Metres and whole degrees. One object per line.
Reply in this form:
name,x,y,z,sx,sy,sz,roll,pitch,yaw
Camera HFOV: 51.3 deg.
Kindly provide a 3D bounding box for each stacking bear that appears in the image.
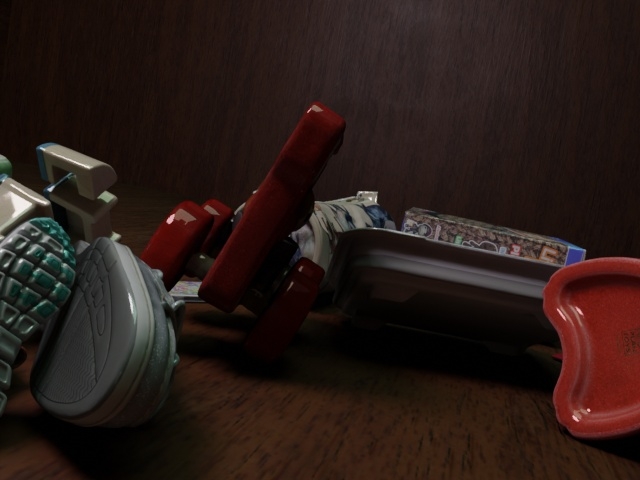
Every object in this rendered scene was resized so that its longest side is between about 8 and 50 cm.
stacking bear,0.390,0.133,0.705,0.289,0.176,0.164,22,-30,-37

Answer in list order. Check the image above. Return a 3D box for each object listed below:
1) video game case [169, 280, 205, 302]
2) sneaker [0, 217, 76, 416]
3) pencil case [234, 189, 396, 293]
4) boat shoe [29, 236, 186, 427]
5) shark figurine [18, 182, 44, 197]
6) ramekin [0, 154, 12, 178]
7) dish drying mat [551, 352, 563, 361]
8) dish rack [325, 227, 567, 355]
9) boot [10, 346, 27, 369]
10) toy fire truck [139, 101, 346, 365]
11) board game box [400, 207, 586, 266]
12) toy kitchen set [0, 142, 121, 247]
video game case,-0.187,0.072,0.942,0.122,0.011,0.087,6,7,-40
sneaker,-0.226,0.051,0.438,0.076,0.167,0.065,-3,-42,27
pencil case,0.000,0.000,1.144,0.159,0.184,0.410,-5,-1,24
boat shoe,-0.159,0.068,0.530,0.103,0.118,0.320,27,-9,-24
shark figurine,-0.576,-0.057,1.110,0.278,0.116,0.166,-4,47,-38
ramekin,-0.540,-0.054,0.829,0.303,0.148,0.303,10,5,-1
dish drying mat,0.374,0.179,0.951,0.032,0.008,0.083,6,8,-35
dish rack,0.173,0.082,0.858,0.332,0.072,0.285,10,-19,-2
boot,-0.266,0.078,0.527,0.084,0.059,0.158,13,14,-5
toy fire truck,-0.048,-0.027,0.739,0.169,0.254,0.302,34,6,-1
board game box,0.281,0.043,1.171,0.290,0.141,0.232,13,7,8
toy kitchen set,-0.306,0.010,0.691,0.122,0.207,0.166,22,43,13
